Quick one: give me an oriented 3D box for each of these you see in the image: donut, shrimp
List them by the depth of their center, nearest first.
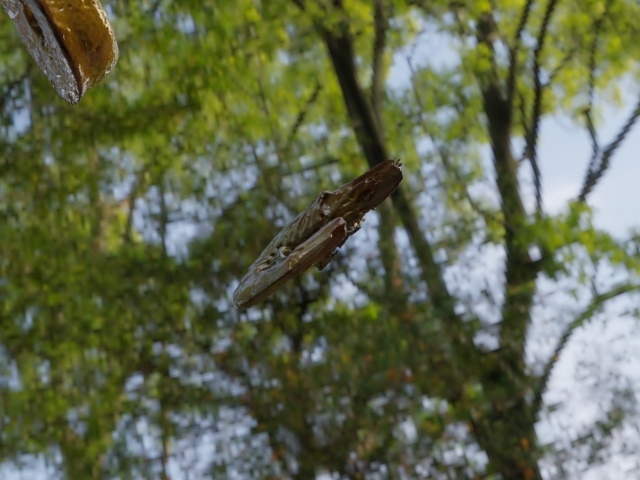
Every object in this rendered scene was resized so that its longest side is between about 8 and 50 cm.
[{"bbox_3d":[-0.005,-0.006,1.180,0.162,0.045,0.095,-40,-7,13],"label":"shrimp"},{"bbox_3d":[-0.237,-0.199,1.449,0.058,0.152,0.152,-34,-35,-18],"label":"donut"}]
